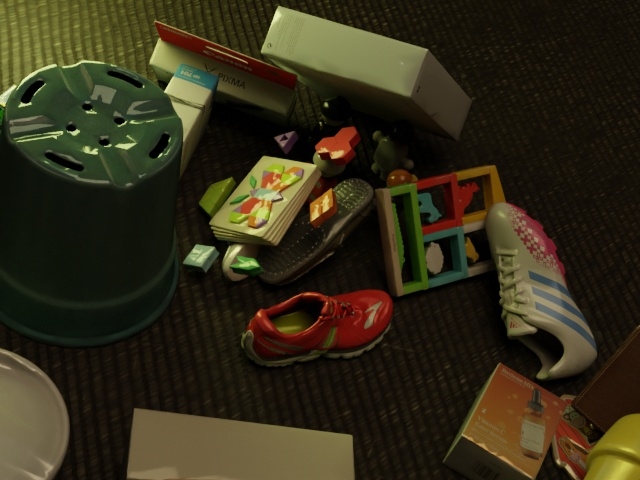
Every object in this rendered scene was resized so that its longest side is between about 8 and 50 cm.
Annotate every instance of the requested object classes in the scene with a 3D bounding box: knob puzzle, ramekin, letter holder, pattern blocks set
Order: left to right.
[{"bbox_3d":[-0.477,0.282,1.448,0.273,0.127,0.272,9,48,-11],"label":"ramekin"},{"bbox_3d":[-0.090,-0.071,1.839,0.285,0.026,0.324,-2,48,32],"label":"pattern blocks set"},{"bbox_3d":[0.461,0.331,1.795,0.213,0.030,0.213,9,48,-11],"label":"knob puzzle"},{"bbox_3d":[0.602,0.272,1.745,0.302,0.214,0.152,42,32,17],"label":"letter holder"}]

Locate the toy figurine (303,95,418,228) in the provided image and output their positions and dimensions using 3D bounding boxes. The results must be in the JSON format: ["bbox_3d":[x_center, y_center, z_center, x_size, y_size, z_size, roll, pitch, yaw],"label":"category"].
[{"bbox_3d":[0.074,-0.146,1.994,0.210,0.148,0.213,15,47,-6],"label":"toy figurine"}]

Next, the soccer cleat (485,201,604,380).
[{"bbox_3d":[0.359,0.088,1.877,0.143,0.116,0.331,-23,76,-26],"label":"soccer cleat"}]

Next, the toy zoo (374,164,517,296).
[{"bbox_3d":[0.238,-0.025,1.941,0.293,0.030,0.192,-14,101,-28],"label":"toy zoo"}]

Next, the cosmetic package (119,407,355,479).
[{"bbox_3d":[-0.120,0.334,1.505,0.310,0.160,0.113,8,49,-11],"label":"cosmetic package"}]

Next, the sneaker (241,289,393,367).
[{"bbox_3d":[0.009,0.129,1.753,0.279,0.118,0.107,-14,57,-29],"label":"sneaker"}]

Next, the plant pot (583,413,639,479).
[{"bbox_3d":[0.466,0.424,1.585,0.254,0.254,0.239,42,65,18],"label":"plant pot"}]

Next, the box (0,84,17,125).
[{"bbox_3d":[-0.491,-0.203,1.913,0.169,0.054,0.059,30,48,7],"label":"box"}]

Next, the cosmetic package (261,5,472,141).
[{"bbox_3d":[0.096,-0.294,1.970,0.284,0.097,0.377,22,1,19],"label":"cosmetic package"}]

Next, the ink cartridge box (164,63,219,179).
[{"bbox_3d":[-0.256,-0.199,1.931,0.082,0.139,0.190,22,47,-1],"label":"ink cartridge box"}]

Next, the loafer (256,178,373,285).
[{"bbox_3d":[0.000,0.000,1.868,0.251,0.087,0.094,-38,53,-14],"label":"loafer"}]

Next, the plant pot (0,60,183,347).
[{"bbox_3d":[-0.358,-0.068,1.652,0.341,0.334,0.341,10,49,-11],"label":"plant pot"}]

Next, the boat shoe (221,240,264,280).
[{"bbox_3d":[-0.126,-0.003,1.865,0.063,0.066,0.184,12,53,30],"label":"boat shoe"}]

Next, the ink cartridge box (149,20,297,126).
[{"bbox_3d":[-0.177,-0.299,1.991,0.275,0.239,0.060,21,86,-1],"label":"ink cartridge box"}]

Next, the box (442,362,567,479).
[{"bbox_3d":[0.293,0.304,1.718,0.130,0.091,0.170,30,48,8],"label":"box"}]
